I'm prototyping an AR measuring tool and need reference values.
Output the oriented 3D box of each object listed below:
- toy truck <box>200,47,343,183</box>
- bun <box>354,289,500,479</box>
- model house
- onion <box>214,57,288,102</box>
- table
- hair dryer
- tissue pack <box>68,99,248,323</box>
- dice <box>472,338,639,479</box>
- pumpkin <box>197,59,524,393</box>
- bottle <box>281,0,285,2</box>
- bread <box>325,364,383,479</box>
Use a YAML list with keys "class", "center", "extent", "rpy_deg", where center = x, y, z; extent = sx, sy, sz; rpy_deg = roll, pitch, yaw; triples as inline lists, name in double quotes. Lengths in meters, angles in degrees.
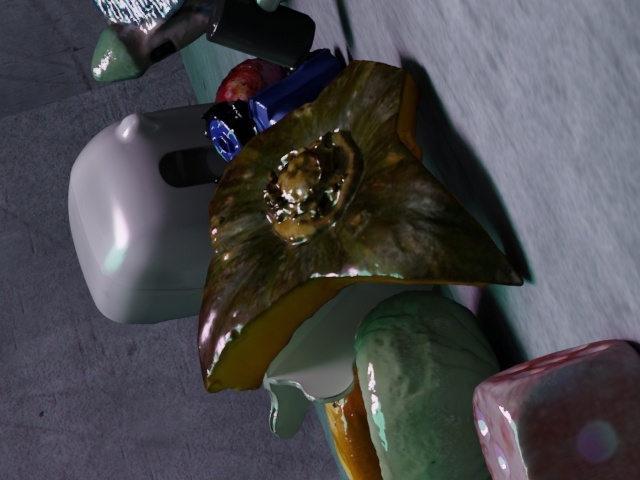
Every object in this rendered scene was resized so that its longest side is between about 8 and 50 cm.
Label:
- class: "toy truck"
  center: [-0.005, -0.084, 1.301]
  extent: [0.177, 0.161, 0.213]
  rpy_deg: [37, 152, 35]
- class: "bun"
  center: [0.100, 0.136, 1.030]
  extent: [0.195, 0.118, 0.195]
  rpy_deg: [-13, -90, -87]
- class: "model house"
  center: [-0.227, -0.361, 1.467]
  extent: [0.298, 0.284, 0.243]
  rpy_deg: [57, 174, -3]
- class: "onion"
  center: [-0.069, -0.170, 1.715]
  extent: [0.140, 0.150, 0.150]
  rpy_deg: [25, 151, 21]
- class: "table"
  center: [-0.001, 0.076, 1.182]
  extent: [0.166, 0.198, 0.167]
  rpy_deg: [23, 135, 25]
- class: "hair dryer"
  center: [-0.032, -0.256, 1.174]
  extent: [0.057, 0.100, 0.198]
  rpy_deg: [-94, 25, -46]
- class: "tissue pack"
  center: [-0.126, -0.044, 1.499]
  extent: [0.229, 0.333, 0.236]
  rpy_deg: [68, 153, 26]
- class: "dice"
  center: [0.146, 0.113, 0.719]
  extent: [0.091, 0.094, 0.093]
  rpy_deg: [140, 114, -83]
- class: "pumpkin"
  center: [0.012, -0.024, 1.006]
  extent: [0.095, 0.290, 0.258]
  rpy_deg: [35, -140, -37]
- class: "bottle"
  center: [-0.074, -0.355, 1.184]
  extent: [0.260, 0.112, 0.112]
  rpy_deg: [80, 170, -46]
- class: "bread"
  center: [0.077, 0.193, 1.305]
  extent: [0.114, 0.132, 0.190]
  rpy_deg: [-123, 12, -67]
